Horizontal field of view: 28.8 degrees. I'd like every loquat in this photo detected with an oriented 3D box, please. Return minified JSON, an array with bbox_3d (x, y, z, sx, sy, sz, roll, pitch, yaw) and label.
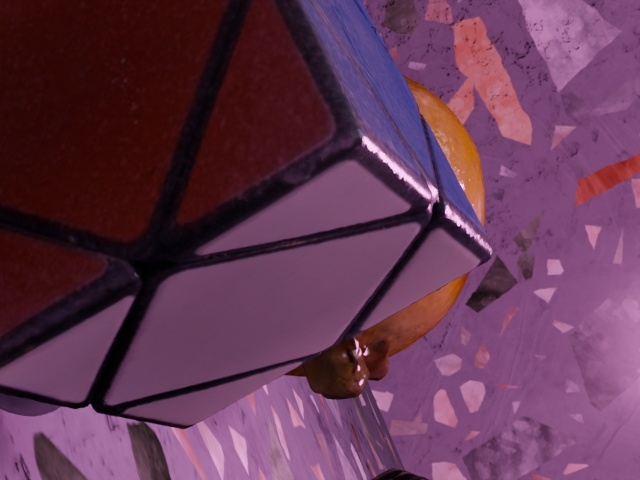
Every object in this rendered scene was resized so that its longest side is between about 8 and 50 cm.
[{"bbox_3d":[0.000,0.000,1.207,0.328,0.328,0.359,62,18,-49],"label":"loquat"}]

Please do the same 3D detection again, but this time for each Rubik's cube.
[{"bbox_3d":[-0.067,-0.048,0.610,0.205,0.207,0.205,64,14,23],"label":"Rubik's cube"}]

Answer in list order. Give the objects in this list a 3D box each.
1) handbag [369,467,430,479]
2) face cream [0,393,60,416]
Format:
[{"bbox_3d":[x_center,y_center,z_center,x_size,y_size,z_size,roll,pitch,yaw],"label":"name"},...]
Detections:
[{"bbox_3d":[0.158,0.404,1.226,0.317,0.180,0.416,60,-12,-4],"label":"handbag"},{"bbox_3d":[-0.160,0.033,0.724,0.084,0.057,0.198,63,3,-16],"label":"face cream"}]
